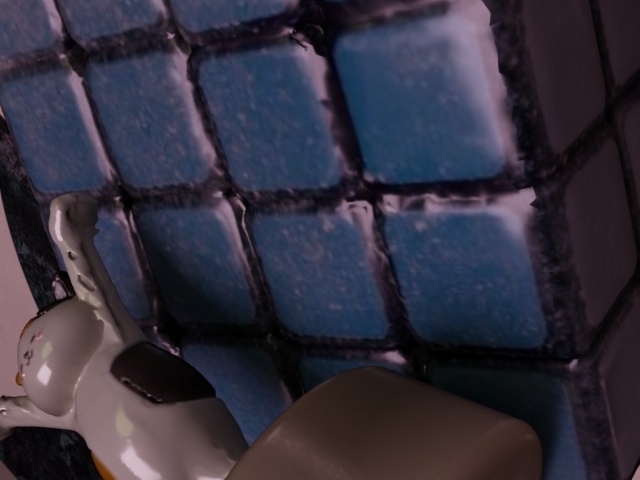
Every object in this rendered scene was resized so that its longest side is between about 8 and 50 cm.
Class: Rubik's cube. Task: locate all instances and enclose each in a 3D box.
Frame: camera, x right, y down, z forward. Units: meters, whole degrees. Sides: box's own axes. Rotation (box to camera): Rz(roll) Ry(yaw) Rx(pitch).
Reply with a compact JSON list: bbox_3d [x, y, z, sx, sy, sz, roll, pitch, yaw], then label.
[{"bbox_3d":[0.045,-0.090,0.576,0.337,0.343,0.345,-3,114,38],"label":"Rubik's cube"}]

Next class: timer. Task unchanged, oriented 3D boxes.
[{"bbox_3d":[-0.057,0.097,0.433,0.266,0.175,0.175,28,134,29],"label":"timer"}]
